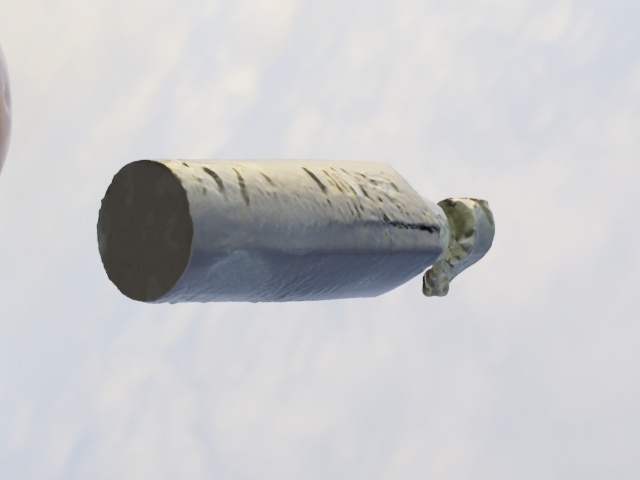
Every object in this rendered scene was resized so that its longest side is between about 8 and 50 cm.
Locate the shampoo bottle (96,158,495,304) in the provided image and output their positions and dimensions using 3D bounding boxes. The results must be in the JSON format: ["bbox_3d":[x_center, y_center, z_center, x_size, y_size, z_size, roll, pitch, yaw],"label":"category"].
[{"bbox_3d":[0.000,-0.001,0.769,0.063,0.207,0.057,-47,-121,33],"label":"shampoo bottle"}]

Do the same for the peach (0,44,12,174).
[{"bbox_3d":[-0.437,-0.119,1.516,0.342,0.302,0.343,-19,-165,5],"label":"peach"}]
